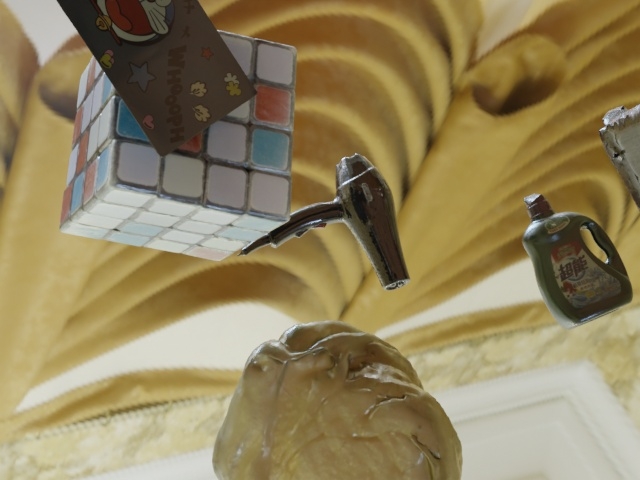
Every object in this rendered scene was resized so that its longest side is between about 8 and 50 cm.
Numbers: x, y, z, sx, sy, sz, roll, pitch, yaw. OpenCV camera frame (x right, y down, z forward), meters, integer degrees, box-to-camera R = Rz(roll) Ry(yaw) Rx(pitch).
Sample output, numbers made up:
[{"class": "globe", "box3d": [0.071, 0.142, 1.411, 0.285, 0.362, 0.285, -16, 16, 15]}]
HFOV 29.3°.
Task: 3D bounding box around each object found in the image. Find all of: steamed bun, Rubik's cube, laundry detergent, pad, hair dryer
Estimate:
[{"class": "steamed bun", "box3d": [0.028, 0.300, 1.702, 0.372, 0.325, 0.230, 44, -179, 4]}, {"class": "Rubik's cube", "box3d": [-0.195, -0.134, 1.675, 0.259, 0.256, 0.253, 9, -107, -23]}, {"class": "laundry detergent", "box3d": [0.395, 0.020, 1.930, 0.144, 0.078, 0.222, -20, -102, -12]}, {"class": "pad", "box3d": [-0.199, -0.244, 1.489, 0.170, 0.006, 0.245, -38, -81, -31]}, {"class": "hair dryer", "box3d": [0.000, 0.000, 1.971, 0.271, 0.091, 0.235, -18, -107, -5]}]

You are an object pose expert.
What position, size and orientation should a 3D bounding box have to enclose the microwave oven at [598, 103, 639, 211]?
[{"class": "microwave oven", "box3d": [0.370, -0.082, 0.926, 0.188, 0.247, 0.178, -30, -90, -24]}]
